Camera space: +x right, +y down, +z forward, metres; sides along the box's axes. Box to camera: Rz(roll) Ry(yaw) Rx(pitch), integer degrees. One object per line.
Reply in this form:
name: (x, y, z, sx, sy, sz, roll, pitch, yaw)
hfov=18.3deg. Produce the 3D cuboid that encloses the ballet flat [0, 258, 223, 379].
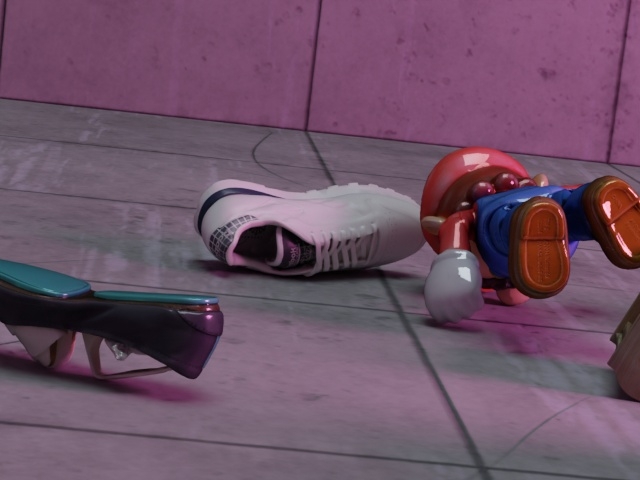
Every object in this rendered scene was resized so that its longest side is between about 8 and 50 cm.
ballet flat: (-0.163, 0.059, 1.366, 0.203, 0.074, 0.074, 9, 9, 22)

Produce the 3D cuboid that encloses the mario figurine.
mario figurine: (0.190, 0.014, 1.766, 0.198, 0.170, 0.320, 20, -1, -13)

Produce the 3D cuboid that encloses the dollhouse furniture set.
dollhouse furniture set: (0.317, 0.091, 1.563, 0.161, 0.101, 0.182, 32, 11, 5)

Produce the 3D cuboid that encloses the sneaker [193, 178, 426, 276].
sneaker: (0.000, 0.000, 1.879, 0.235, 0.090, 0.095, -1, 23, -20)
